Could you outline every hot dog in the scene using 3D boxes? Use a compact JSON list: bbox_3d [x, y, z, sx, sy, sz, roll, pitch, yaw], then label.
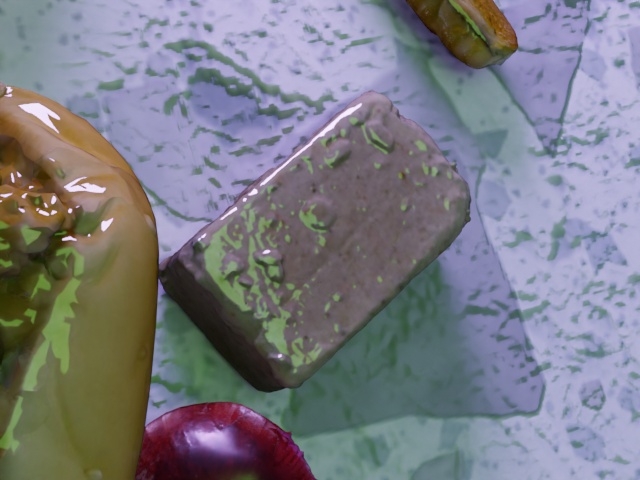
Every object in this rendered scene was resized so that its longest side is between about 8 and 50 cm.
[{"bbox_3d":[0.055,-0.203,0.900,0.216,0.047,0.066,53,30,-4],"label":"hot dog"}]

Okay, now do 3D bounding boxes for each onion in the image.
[{"bbox_3d":[-0.061,0.153,0.742,0.131,0.131,0.131,4,77,-20],"label":"onion"}]

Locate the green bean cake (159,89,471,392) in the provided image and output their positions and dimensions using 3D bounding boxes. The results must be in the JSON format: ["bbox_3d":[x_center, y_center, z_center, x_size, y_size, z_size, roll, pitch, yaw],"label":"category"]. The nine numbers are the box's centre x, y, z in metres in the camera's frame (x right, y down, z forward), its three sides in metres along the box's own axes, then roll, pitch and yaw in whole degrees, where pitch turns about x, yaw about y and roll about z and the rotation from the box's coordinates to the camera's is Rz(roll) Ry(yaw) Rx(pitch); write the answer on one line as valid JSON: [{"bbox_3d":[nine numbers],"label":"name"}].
[{"bbox_3d":[0.000,0.000,0.815,0.179,0.085,0.109,-41,93,-22],"label":"green bean cake"}]

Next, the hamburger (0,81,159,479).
[{"bbox_3d":[-0.198,0.066,0.614,0.174,0.304,0.284,12,84,-29],"label":"hamburger"}]
